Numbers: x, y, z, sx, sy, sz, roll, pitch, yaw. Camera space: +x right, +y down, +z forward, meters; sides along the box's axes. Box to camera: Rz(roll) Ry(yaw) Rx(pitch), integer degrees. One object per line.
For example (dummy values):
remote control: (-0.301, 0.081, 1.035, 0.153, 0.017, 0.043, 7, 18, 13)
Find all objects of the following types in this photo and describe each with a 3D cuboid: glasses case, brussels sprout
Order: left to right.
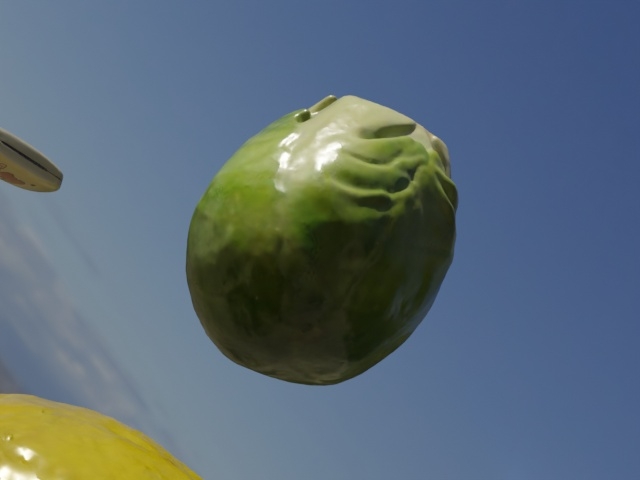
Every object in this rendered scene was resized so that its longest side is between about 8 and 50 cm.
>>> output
glasses case: (-0.176, -0.047, 1.073, 0.032, 0.021, 0.083, 4, -19, 34)
brussels sprout: (0.000, 0.000, 1.192, 0.162, 0.180, 0.144, 16, -3, -7)

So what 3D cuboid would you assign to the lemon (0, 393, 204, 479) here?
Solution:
lemon: (-0.176, 0.231, 0.940, 0.336, 0.336, 0.336, 52, -9, 11)
